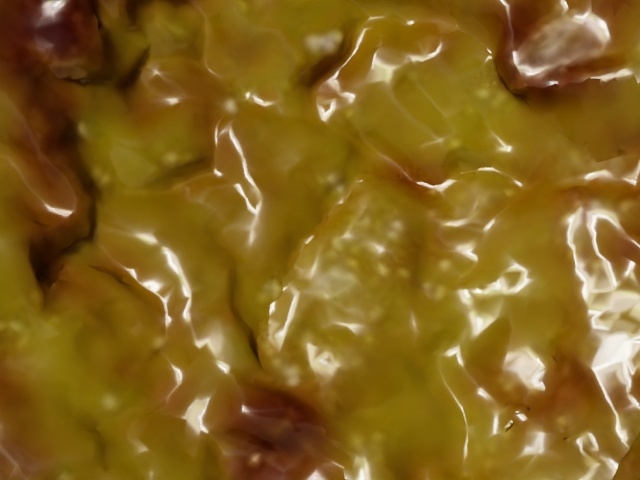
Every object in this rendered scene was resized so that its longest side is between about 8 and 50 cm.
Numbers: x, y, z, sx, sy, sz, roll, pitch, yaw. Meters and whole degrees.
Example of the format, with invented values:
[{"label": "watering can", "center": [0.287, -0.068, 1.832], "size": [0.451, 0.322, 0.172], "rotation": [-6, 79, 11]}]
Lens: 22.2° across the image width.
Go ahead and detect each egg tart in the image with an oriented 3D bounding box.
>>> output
[{"label": "egg tart", "center": [0.000, 0.000, 0.371], "size": [0.147, 0.202, 0.203], "rotation": [79, 174, -82]}]
